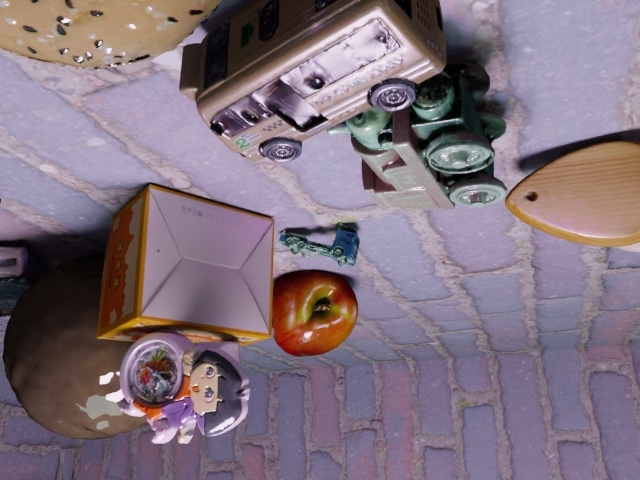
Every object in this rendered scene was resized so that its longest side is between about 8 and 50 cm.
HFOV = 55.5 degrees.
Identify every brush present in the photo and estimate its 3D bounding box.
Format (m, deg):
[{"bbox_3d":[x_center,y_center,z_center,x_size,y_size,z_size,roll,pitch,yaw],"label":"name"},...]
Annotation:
[{"bbox_3d":[0.462,-0.067,1.048,0.266,0.174,0.166,-1,170,23],"label":"brush"}]

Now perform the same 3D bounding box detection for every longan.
[{"bbox_3d":[-0.491,0.219,1.377,0.404,0.436,0.404,3,136,3],"label":"longan"}]

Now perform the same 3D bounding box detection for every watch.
[{"bbox_3d":[-0.228,0.270,1.132,0.244,0.196,0.231,-8,165,9],"label":"watch"}]

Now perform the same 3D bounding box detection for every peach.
[{"bbox_3d":[-0.034,0.204,1.688,0.248,0.245,0.275,30,166,-3],"label":"peach"}]

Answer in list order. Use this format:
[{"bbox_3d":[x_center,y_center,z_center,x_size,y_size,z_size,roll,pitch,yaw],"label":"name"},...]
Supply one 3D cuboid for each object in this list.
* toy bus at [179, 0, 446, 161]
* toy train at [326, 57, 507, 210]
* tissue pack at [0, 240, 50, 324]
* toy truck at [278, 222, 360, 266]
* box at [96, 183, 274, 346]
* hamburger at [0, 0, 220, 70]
[{"bbox_3d":[-0.016,-0.206,0.685,0.289,0.139,0.157,-18,149,35],"label":"toy bus"},{"bbox_3d":[0.145,-0.138,0.872,0.221,0.150,0.304,-4,161,24],"label":"toy train"},{"bbox_3d":[-0.790,0.113,1.492,0.259,0.122,0.361,-2,157,-7],"label":"tissue pack"},{"bbox_3d":[0.000,0.000,1.331,0.175,0.081,0.067,13,162,18],"label":"toy truck"},{"bbox_3d":[-0.265,0.071,1.217,0.283,0.260,0.214,15,156,-34],"label":"box"},{"bbox_3d":[-0.197,-0.268,0.445,0.318,0.195,0.277,4,157,-7],"label":"hamburger"}]
